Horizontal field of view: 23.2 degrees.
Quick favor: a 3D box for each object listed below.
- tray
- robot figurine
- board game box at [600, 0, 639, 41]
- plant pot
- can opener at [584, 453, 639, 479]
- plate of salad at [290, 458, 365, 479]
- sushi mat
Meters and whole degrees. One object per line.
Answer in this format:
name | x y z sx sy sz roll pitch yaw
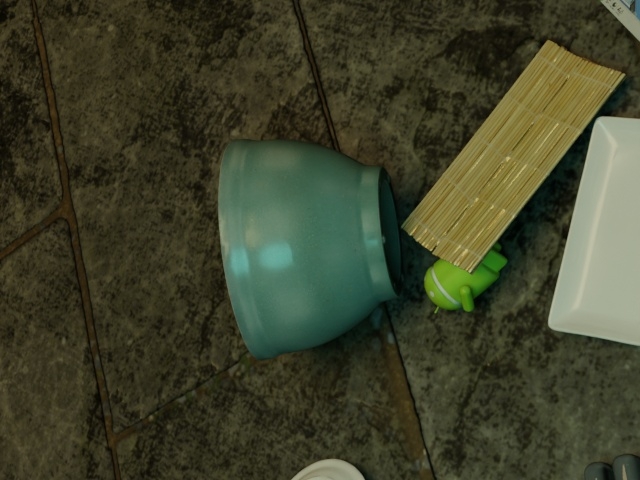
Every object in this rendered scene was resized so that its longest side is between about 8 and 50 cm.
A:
tray | 0.365 -0.013 1.858 0.145 0.030 0.270 9 82 42
robot figurine | 0.180 0.043 1.975 0.115 0.067 0.101 -40 45 23
board game box | 0.436 -0.289 1.881 0.136 0.035 0.201 -49 50 18
plant pot | 0.000 0.000 2.031 0.196 0.293 0.293 -7 69 12
can opener | 0.335 0.374 1.714 0.076 0.095 0.284 -22 63 33
plate of salad | 0.000 0.384 2.036 0.199 0.048 0.200 -28 47 34
sushi mat | 0.239 -0.107 1.956 0.316 0.019 0.151 -52 43 0
